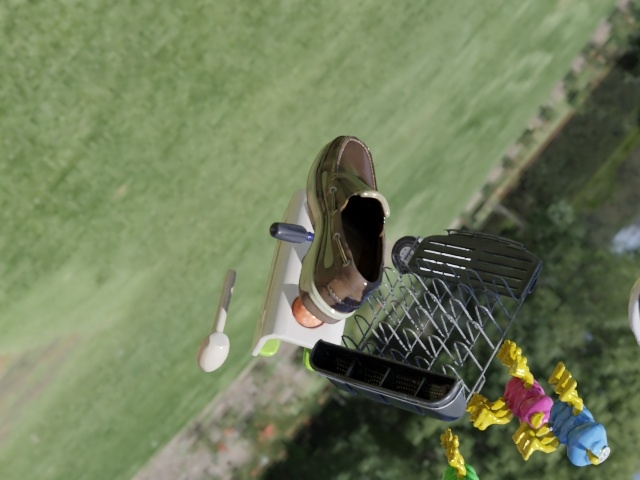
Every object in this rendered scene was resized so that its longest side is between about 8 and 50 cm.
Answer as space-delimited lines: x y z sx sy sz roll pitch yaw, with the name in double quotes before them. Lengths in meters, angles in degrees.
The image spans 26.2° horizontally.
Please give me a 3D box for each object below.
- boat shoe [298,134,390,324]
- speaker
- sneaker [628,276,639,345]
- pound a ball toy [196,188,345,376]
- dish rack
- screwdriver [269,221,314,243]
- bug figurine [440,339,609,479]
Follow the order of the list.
"boat shoe" 0.043 -0.026 1.536 0.095 0.095 0.257 -36 -143 38
"speaker" 0.159 0.023 1.941 0.136 0.055 0.055 5 129 -54
"sneaker" 0.388 0.060 1.340 0.292 0.118 0.110 16 142 -43
"pound a ball toy" -0.055 0.069 2.172 0.135 0.208 0.319 123 -17 -58
"dish rack" 0.137 0.087 1.666 0.271 0.208 0.074 -56 139 -25
"screwdriver" 0.000 0.000 1.687 0.025 0.024 0.170 -29 152 32
"bug figurine" 0.177 0.226 1.301 0.279 0.072 0.216 -60 -161 19
